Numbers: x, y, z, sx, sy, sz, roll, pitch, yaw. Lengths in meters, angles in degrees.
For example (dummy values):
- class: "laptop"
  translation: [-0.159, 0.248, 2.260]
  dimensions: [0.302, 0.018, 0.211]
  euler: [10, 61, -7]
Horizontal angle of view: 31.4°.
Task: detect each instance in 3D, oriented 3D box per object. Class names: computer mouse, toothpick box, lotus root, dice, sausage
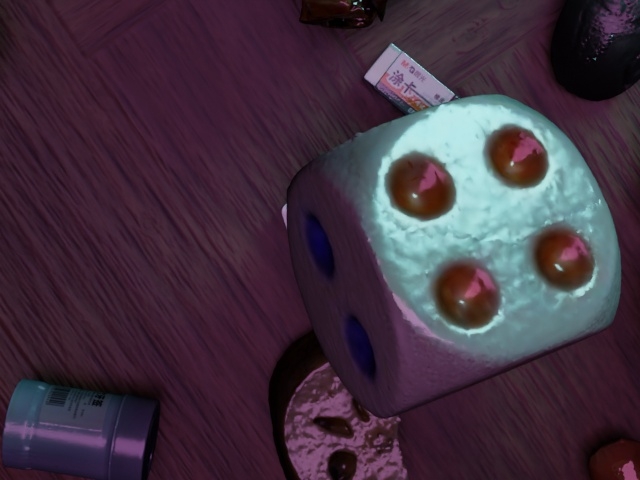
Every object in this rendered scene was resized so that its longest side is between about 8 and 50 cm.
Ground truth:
- class: "computer mouse"
  translation: [0.324, -0.255, 1.217]
  dimensions: [0.122, 0.073, 0.217]
  euler: [24, 94, -2]
- class: "toothpick box"
  translation: [-0.261, 0.212, 1.254]
  dimensions: [0.153, 0.101, 0.101]
  euler: [10, 96, 0]
- class: "lotus root"
  translation: [0.018, 0.214, 1.245]
  dimensions: [0.138, 0.119, 0.235]
  euler: [-15, 97, -4]
- class: "dice"
  translation: [0.126, 0.015, 1.116]
  dimensions: [0.259, 0.243, 0.251]
  euler: [-19, 78, -21]
- class: "sausage"
  translation: [0.370, 0.309, 1.279]
  dimensions: [0.077, 0.077, 0.194]
  euler: [-32, 95, 3]

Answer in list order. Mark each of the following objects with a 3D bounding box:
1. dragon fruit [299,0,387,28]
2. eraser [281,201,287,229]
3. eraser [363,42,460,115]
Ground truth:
- class: "dragon fruit"
  translation: [0.049, -0.370, 1.131]
  dimensions: [0.250, 0.250, 0.315]
  euler: [-12, 81, 1]
- class: "eraser"
  translation: [0.000, 0.000, 1.268]
  dimensions: [0.065, 0.026, 0.105]
  euler: [-20, 95, 0]
- class: "eraser"
  translation: [0.108, -0.159, 1.249]
  dimensions: [0.122, 0.029, 0.052]
  euler: [39, 95, -5]
